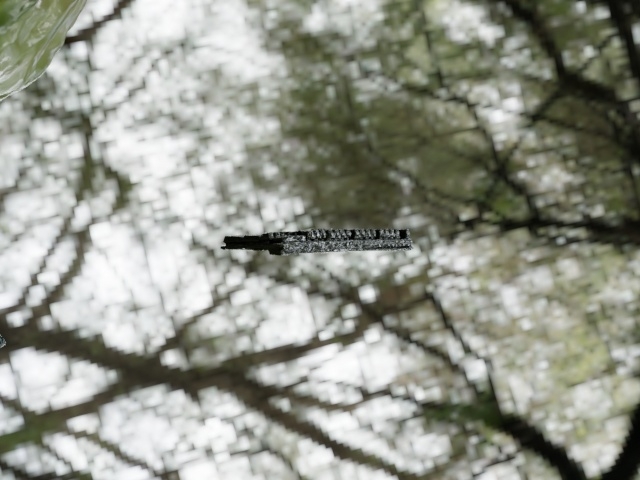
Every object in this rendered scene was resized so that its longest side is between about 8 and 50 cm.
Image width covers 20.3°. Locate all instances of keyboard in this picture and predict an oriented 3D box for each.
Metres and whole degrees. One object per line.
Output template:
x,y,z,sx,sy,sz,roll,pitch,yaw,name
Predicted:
0.000,-0.001,1.625,0.072,0.231,0.023,2,-88,32,keyboard

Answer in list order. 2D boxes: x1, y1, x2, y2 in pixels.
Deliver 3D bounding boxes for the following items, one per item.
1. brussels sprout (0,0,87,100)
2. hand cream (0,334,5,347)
-0.289,-0.214,1.290,0.227,0.294,0.259,50,15,-56,brussels sprout
-0.256,-0.077,0.796,0.336,0.121,0.076,56,8,-4,hand cream
